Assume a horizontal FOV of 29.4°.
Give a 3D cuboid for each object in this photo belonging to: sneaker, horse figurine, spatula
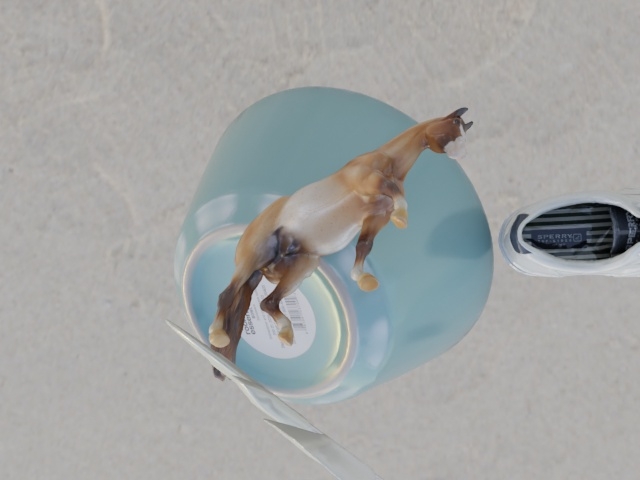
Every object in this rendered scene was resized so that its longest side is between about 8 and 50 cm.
[{"bbox_3d":[0.288,-0.005,1.070,0.258,0.091,0.094,-9,90,5],"label":"sneaker"},{"bbox_3d":[0.000,0.000,0.934,0.263,0.174,0.066,-36,113,25],"label":"horse figurine"},{"bbox_3d":[0.010,0.143,0.801,0.019,0.168,0.242,-53,133,-8],"label":"spatula"}]

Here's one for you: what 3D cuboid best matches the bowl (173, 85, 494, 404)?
[{"bbox_3d":[-0.012,0.029,1.135,0.311,0.163,0.311,13,122,22],"label":"bowl"}]
